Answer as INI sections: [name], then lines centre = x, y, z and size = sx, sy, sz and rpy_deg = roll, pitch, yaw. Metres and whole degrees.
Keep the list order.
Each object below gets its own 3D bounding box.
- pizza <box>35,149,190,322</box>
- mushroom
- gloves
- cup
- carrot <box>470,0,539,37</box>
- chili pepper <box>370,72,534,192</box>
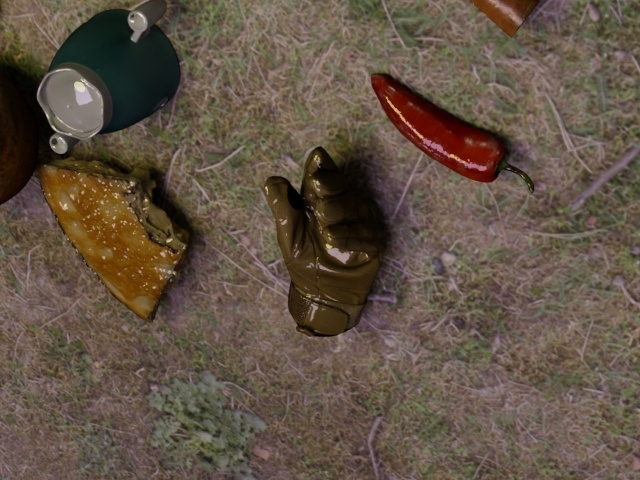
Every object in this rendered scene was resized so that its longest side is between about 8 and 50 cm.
[pizza]
centre = -0.304, -0.026, 2.150
size = 0.223, 0.089, 0.323
rpy_deg = -20, 111, 41
[mushroom]
centre = -0.550, -0.140, 2.109
size = 0.283, 0.263, 0.195
rpy_deg = -22, 148, 22
[gloves]
centre = 0.011, -0.006, 1.975
size = 0.154, 0.141, 0.331
rpy_deg = 39, 144, 33
[cup]
centre = -0.315, -0.228, 1.976
size = 0.167, 0.173, 0.299
rpy_deg = 41, 129, 0
[carrot]
centre = 0.178, -0.341, 1.738
size = 0.210, 0.061, 0.061
rpy_deg = 38, 129, 6
[chili pepper]
centre = 0.173, -0.138, 1.860
size = 0.272, 0.071, 0.063
rpy_deg = 33, 168, 11
